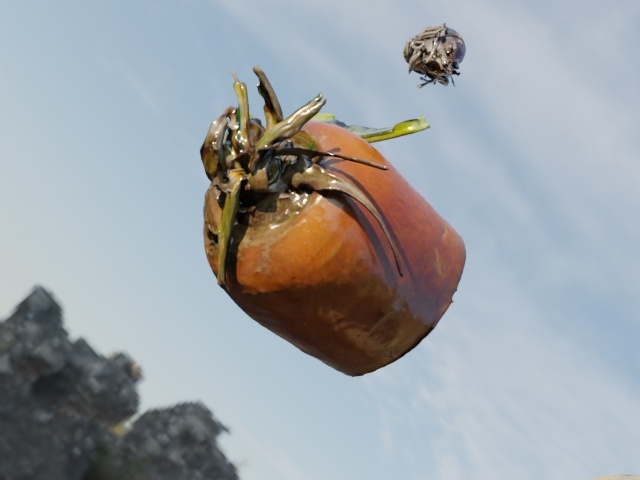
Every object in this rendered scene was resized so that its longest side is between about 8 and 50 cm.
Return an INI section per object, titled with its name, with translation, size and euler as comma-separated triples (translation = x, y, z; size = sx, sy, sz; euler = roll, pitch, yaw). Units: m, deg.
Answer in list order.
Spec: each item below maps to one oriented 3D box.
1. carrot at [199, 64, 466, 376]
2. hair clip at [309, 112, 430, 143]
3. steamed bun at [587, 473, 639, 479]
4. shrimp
[carrot]
translation = 0.000, 0.000, 1.126
size = 0.331, 0.193, 0.214
euler = 42, 5, -34
[hair clip]
translation = 0.035, -0.108, 1.214
size = 0.188, 0.060, 0.033
euler = 7, -70, 45
[steamed bun]
translation = 0.139, 0.113, 0.291
size = 0.172, 0.155, 0.141
euler = 52, 7, -35
[shrimp]
translation = 0.116, -0.186, 1.231
size = 0.165, 0.065, 0.056
euler = -79, 144, -71
